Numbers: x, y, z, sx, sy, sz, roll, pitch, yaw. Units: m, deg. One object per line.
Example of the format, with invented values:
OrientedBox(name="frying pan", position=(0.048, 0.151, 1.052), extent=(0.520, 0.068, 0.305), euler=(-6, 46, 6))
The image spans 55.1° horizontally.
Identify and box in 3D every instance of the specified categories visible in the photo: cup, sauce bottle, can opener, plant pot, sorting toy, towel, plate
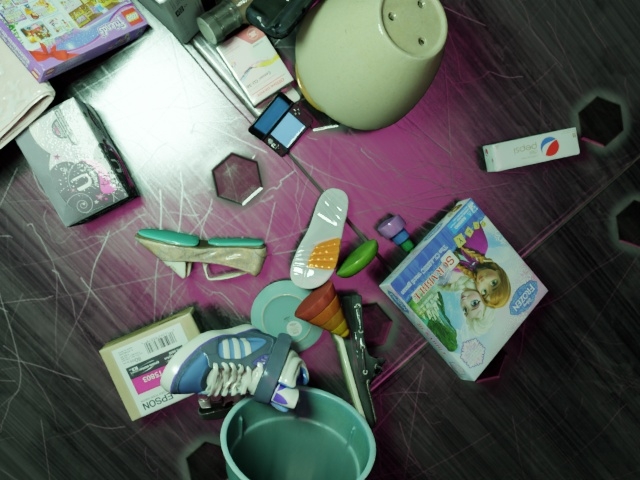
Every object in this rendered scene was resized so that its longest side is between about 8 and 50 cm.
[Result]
OrientedBox(name="cup", position=(0.140, -0.434, 1.340), extent=(0.331, 0.237, 0.331), euler=(3, 82, -23))
OrientedBox(name="sauce bottle", position=(-0.126, -0.567, 1.382), extent=(0.344, 0.111, 0.111), euler=(-41, 98, -15))
OrientedBox(name="can opener", position=(-0.169, 0.383, 1.538), extent=(0.280, 0.074, 0.093), euler=(-8, 131, -3))
OrientedBox(name="plant pot", position=(-0.071, 0.576, 1.415), extent=(0.341, 0.341, 0.334), euler=(7, 116, -6))
OrientedBox(name="sorting toy", position=(0.104, 0.097, 1.474), extent=(0.365, 0.127, 0.126), euler=(-44, 98, -21))
OrientedBox(name="towel", position=(-0.775, -0.323, 1.340), extent=(0.317, 0.053, 0.332), euler=(-41, 71, 0))
OrientedBox(name="plate", position=(-0.082, 0.193, 1.525), extent=(0.188, 0.024, 0.188), euler=(1, 97, 4))

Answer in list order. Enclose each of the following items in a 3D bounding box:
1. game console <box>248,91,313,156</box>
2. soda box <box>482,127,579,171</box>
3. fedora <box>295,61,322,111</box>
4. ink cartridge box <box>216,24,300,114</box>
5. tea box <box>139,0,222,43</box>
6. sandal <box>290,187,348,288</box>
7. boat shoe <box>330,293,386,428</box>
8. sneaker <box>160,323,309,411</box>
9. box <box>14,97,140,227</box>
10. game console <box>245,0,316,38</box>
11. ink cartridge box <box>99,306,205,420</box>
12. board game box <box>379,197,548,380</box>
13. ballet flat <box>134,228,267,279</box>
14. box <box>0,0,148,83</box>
OrientedBox(name="game console", position=(-0.093, -0.274, 1.461), extent=(0.107, 0.071, 0.122), euler=(40, 99, -8))
OrientedBox(name="soda box", position=(0.524, -0.225, 1.529), extent=(0.216, 0.074, 0.069), euler=(-13, 97, -4))
OrientedBox(name="fedora", position=(0.014, -0.385, 1.452), extent=(0.194, 0.079, 0.194), euler=(3, 82, -23))
OrientedBox(name="ink cartridge box", position=(-0.143, -0.395, 1.453), extent=(0.115, 0.067, 0.198), euler=(-34, 98, -2))
OrientedBox(name="tea box", position=(-0.277, -0.636, 1.285), extent=(0.220, 0.329, 0.323), euler=(42, 91, -7))
OrientedBox(name="sandal", position=(0.010, 0.003, 1.507), extent=(0.102, 0.076, 0.265), euler=(18, 73, 9))
OrientedBox(name="boat shoe", position=(0.103, 0.292, 1.513), extent=(0.113, 0.127, 0.340), euler=(-16, 80, -7))
OrientedBox(name="sneaker", position=(-0.164, 0.306, 1.374), extent=(0.236, 0.323, 0.130), euler=(30, 113, 26))
OrientedBox(name="box", position=(-0.551, -0.175, 1.400), extent=(0.163, 0.142, 0.247), euler=(-27, 98, -2))
OrientedBox(name="game console", position=(-0.037, -0.581, 1.308), extent=(0.213, 0.044, 0.361), euler=(30, 72, 13))
OrientedBox(name="ink cartridge box", position=(-0.382, 0.297, 1.491), extent=(0.235, 0.088, 0.193), euler=(-24, 96, -4))
OrientedBox(name="board game box", position=(0.358, 0.117, 1.505), extent=(0.319, 0.066, 0.318), euler=(-45, 98, -18))
OrientedBox(name="ballet flat", position=(-0.287, 0.041, 1.469), extent=(0.316, 0.107, 0.106), euler=(6, 102, -5))
OrientedBox(name="box", position=(-0.551, -0.488, 1.329), extent=(0.201, 0.057, 0.293), euler=(51, 51, -7))
